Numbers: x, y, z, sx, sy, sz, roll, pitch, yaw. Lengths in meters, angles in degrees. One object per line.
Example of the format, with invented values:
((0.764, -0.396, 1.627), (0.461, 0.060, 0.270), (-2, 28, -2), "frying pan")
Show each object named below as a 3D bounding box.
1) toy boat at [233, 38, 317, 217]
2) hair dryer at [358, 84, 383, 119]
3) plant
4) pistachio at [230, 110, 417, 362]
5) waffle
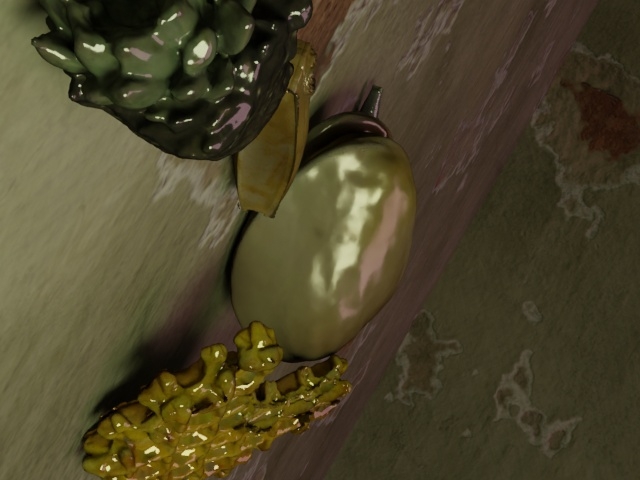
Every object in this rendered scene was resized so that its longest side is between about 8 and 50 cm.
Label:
((-0.043, -0.101, 1.046), (0.206, 0.064, 0.072), (107, -1, -51), "toy boat")
((0.042, -0.097, 1.444), (0.195, 0.054, 0.220), (-31, 142, -68), "hair dryer")
((-0.081, -0.119, 0.673), (0.129, 0.132, 0.194), (-62, 172, -4), "plant")
((0.000, 0.000, 1.251), (0.166, 0.197, 0.288), (-130, -129, -58), "pistachio")
((-0.104, 0.186, 1.161), (0.260, 0.069, 0.293), (-35, 155, 12), "waffle")
